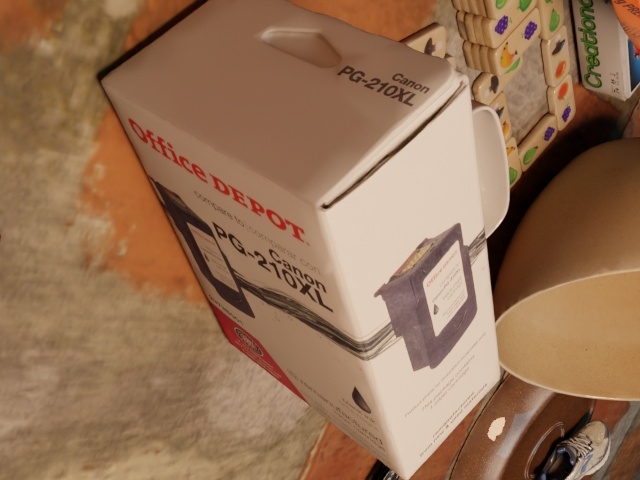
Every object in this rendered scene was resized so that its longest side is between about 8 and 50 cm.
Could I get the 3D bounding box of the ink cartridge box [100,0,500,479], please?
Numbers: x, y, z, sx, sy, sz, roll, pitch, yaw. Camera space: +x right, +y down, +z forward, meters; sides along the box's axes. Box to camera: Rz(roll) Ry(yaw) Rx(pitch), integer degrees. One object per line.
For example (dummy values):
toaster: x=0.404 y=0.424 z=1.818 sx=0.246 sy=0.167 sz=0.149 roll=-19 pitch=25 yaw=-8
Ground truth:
ink cartridge box: x=0.000 y=0.000 z=0.467 sx=0.100 sy=0.172 sz=0.237 roll=-42 pitch=141 yaw=-22

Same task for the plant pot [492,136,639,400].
plant pot: x=0.306 y=0.015 z=0.797 sx=0.284 sy=0.284 sz=0.191 roll=55 pitch=35 yaw=-51

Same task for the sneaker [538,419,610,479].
sneaker: x=0.334 y=0.284 z=1.087 sx=0.135 sy=0.052 sz=0.058 roll=-44 pitch=137 yaw=-20

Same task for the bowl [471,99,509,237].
bowl: x=0.072 y=-0.032 z=0.620 sx=0.142 sy=0.053 sz=0.142 roll=-37 pitch=140 yaw=-12

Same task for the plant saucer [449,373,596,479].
plant saucer: x=0.279 y=0.266 z=1.094 sx=0.311 sy=0.050 sz=0.310 roll=-28 pitch=133 yaw=-34

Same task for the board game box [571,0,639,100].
board game box: x=0.278 y=-0.289 z=0.691 sx=0.193 sy=0.053 sz=0.305 roll=-49 pitch=143 yaw=-15

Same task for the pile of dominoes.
pile of dominoes: x=0.154 y=-0.120 z=0.678 sx=0.196 sy=0.040 sz=0.251 roll=-48 pitch=142 yaw=-15

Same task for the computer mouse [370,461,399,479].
computer mouse: x=0.013 y=0.300 z=0.819 sx=0.242 sy=0.041 sz=0.071 roll=-54 pitch=153 yaw=-18

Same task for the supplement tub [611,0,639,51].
supplement tub: x=0.367 y=-0.268 z=0.590 sx=0.338 sy=0.207 sz=0.207 roll=-48 pitch=143 yaw=-18
